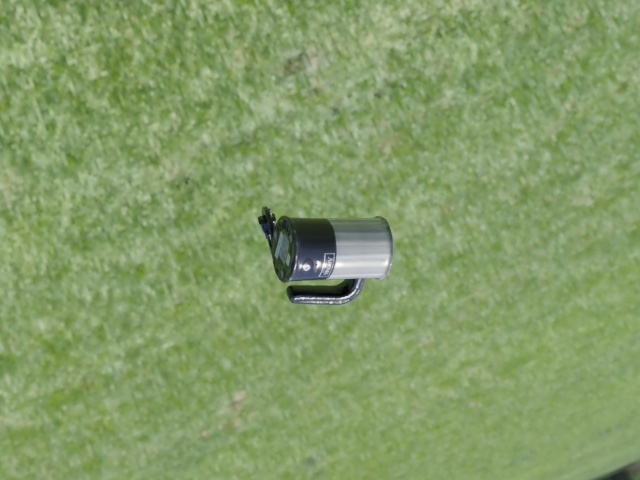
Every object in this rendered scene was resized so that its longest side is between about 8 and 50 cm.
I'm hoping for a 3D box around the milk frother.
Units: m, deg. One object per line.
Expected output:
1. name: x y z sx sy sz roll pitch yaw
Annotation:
1. milk frother: 0.000 0.000 1.400 0.134 0.143 0.129 0 142 -24
